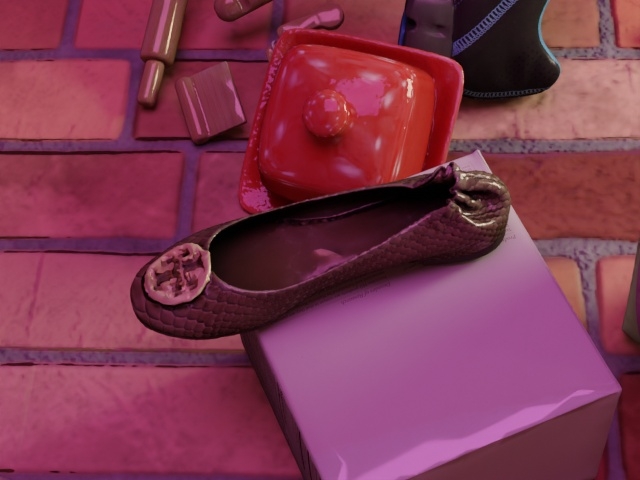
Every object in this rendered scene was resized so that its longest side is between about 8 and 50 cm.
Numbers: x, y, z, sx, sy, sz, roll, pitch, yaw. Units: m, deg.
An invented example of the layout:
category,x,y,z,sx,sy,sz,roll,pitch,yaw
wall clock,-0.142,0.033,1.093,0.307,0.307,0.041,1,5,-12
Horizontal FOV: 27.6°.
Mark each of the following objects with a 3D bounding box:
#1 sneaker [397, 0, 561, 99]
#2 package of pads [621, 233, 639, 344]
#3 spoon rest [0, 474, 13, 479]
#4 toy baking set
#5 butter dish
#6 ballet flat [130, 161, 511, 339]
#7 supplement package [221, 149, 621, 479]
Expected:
category,x,y,z,sx,sy,sz,roll,pitch,yaw
sneaker,0.152,-0.282,1.056,0.140,0.340,0.125,9,18,1
package of pads,0.312,0.041,0.808,0.229,0.296,0.101,37,75,24
spoon rest,-0.220,0.250,0.833,0.137,0.084,0.276,-21,38,-17
toy baking set,-0.052,-0.200,1.116,0.197,0.030,0.256,4,75,10
butter dish,0.014,-0.088,0.998,0.160,0.118,0.159,14,87,13
ballet flat,0.000,0.000,0.820,0.250,0.058,0.084,-13,56,-3
supplement package,0.063,0.085,0.884,0.194,0.149,0.203,-21,58,-8
